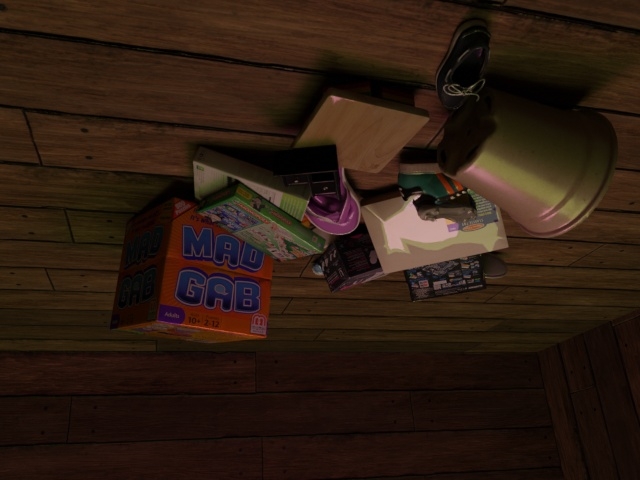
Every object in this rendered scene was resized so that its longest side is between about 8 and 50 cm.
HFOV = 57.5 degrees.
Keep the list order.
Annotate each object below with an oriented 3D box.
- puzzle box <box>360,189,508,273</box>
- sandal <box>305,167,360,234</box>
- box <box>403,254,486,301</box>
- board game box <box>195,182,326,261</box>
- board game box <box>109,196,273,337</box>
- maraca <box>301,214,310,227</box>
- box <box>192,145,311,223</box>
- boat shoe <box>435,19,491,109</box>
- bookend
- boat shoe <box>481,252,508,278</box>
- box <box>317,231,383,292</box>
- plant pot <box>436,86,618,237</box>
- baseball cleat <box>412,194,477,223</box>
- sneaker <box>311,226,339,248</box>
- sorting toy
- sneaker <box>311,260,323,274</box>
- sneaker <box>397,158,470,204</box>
[{"bbox_3d":[0.355,-0.053,1.816,0.408,0.052,0.272,-13,120,16],"label":"puzzle box"},{"bbox_3d":[0.016,-0.120,1.664,0.169,0.102,0.416,-11,144,9],"label":"sandal"},{"bbox_3d":[0.454,0.088,2.175,0.295,0.073,0.293,-12,129,13],"label":"box"},{"bbox_3d":[-0.169,-0.041,1.659,0.317,0.046,0.213,34,150,-31],"label":"board game box"},{"bbox_3d":[-0.394,0.116,1.816,0.356,0.357,0.356,16,160,-36],"label":"board game box"},{"bbox_3d":[-0.070,-0.084,1.816,0.127,0.099,0.186,-8,143,-52],"label":"maraca"},{"bbox_3d":[-0.192,-0.129,1.617,0.321,0.059,0.232,21,155,-2],"label":"box"},{"bbox_3d":[0.315,-0.363,1.276,0.095,0.079,0.254,-1,155,-7],"label":"boat shoe"},{"bbox_3d":[-0.030,-0.160,1.463,0.157,0.072,0.156,-4,156,3],"label":"bookend"},{"bbox_3d":[0.587,0.101,2.313,0.302,0.114,0.091,12,153,-5],"label":"boat shoe"},{"bbox_3d":[0.144,0.068,2.034,0.247,0.142,0.163,-14,162,-28],"label":"box"},{"bbox_3d":[0.465,-0.208,1.402,0.305,0.334,0.334,18,149,-20],"label":"plant pot"},{"bbox_3d":[0.365,-0.104,1.708,0.205,0.109,0.072,2,137,-29],"label":"baseball cleat"},{"bbox_3d":[0.000,0.000,2.053,0.094,0.080,0.212,3,164,-45],"label":"sneaker"},{"bbox_3d":[0.083,-0.282,1.407,0.255,0.090,0.257,7,154,-23],"label":"sorting toy"},{"bbox_3d":[0.051,0.108,2.292,0.162,0.063,0.073,3,151,-16],"label":"sneaker"},{"bbox_3d":[0.367,-0.163,1.635,0.302,0.121,0.108,1,-164,3],"label":"sneaker"}]
